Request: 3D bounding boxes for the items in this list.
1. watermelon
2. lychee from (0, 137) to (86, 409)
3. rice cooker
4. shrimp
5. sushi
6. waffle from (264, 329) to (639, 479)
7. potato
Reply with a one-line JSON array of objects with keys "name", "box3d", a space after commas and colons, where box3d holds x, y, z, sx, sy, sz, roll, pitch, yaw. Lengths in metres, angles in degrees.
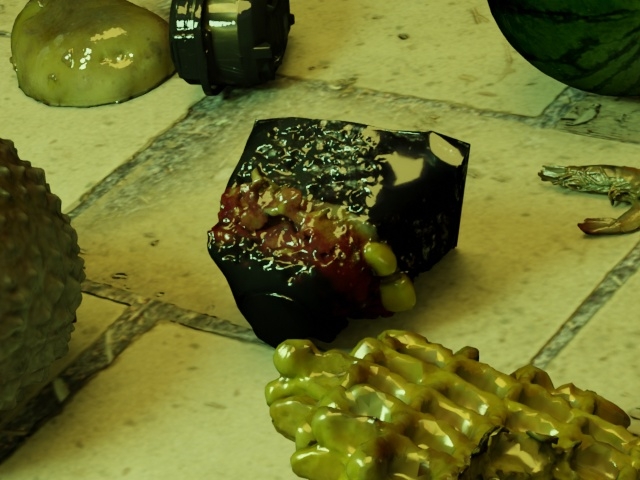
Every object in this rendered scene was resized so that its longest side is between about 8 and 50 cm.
[{"name": "watermelon", "box3d": [0.252, -0.237, 1.552, 0.242, 0.242, 0.242, -10, 32, 7]}, {"name": "lychee", "box3d": [-0.321, 0.015, 1.357, 0.300, 0.300, 0.300, -10, 32, 7]}, {"name": "rice cooker", "box3d": [-0.083, -0.207, 1.758, 0.106, 0.112, 0.165, -3, 34, 8]}, {"name": "shrimp", "box3d": [0.213, -0.034, 1.457, 0.114, 0.023, 0.083, 12, 44, 30]}, {"name": "sushi", "box3d": [0.000, 0.000, 1.382, 0.172, 0.153, 0.150, 20, 61, 11]}, {"name": "waffle", "box3d": [0.112, 0.122, 1.088, 0.293, 0.069, 0.260, 14, 16, -26]}, {"name": "potato", "box3d": [-0.229, -0.207, 1.849, 0.164, 0.081, 0.200, -34, 40, -30]}]
